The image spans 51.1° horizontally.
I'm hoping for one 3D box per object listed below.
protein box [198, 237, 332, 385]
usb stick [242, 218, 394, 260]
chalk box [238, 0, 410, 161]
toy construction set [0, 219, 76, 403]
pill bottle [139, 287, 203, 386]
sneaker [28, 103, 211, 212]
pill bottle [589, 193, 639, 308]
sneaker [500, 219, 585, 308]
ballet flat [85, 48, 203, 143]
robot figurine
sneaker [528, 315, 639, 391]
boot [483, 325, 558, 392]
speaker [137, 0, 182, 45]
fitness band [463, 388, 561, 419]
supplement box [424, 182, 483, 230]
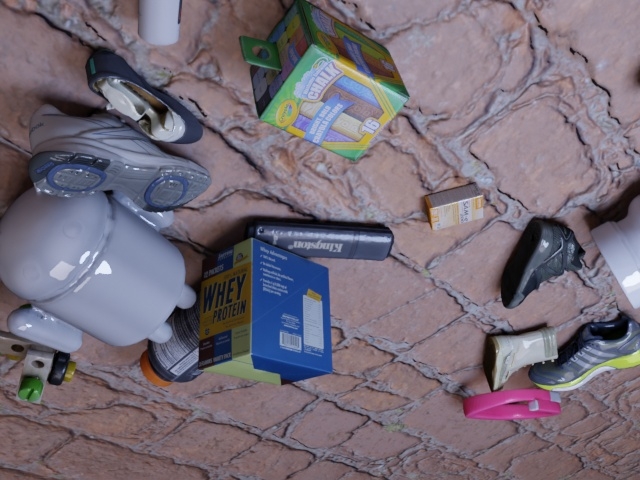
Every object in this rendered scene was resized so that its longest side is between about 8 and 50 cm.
[{"bbox_3d":[-0.094,0.133,1.181,0.135,0.201,0.199,-22,149,37],"label":"protein box"},{"bbox_3d":[0.000,0.000,1.219,0.277,0.045,0.077,4,136,-16],"label":"usb stick"},{"bbox_3d":[-0.010,-0.227,0.913,0.213,0.132,0.132,20,129,-32],"label":"chalk box"},{"bbox_3d":[-0.550,0.177,1.137,0.308,0.237,0.257,-33,134,22],"label":"toy construction set"},{"bbox_3d":[-0.247,0.190,1.301,0.130,0.131,0.245,30,124,-36],"label":"pill bottle"},{"bbox_3d":[-0.281,-0.125,0.977,0.111,0.129,0.297,-37,151,27],"label":"sneaker"},{"bbox_3d":[0.708,-0.029,1.233,0.362,0.210,0.210,-31,134,19],"label":"pill bottle"},{"bbox_3d":[0.453,0.060,1.357,0.130,0.087,0.228,7,129,-11],"label":"sneaker"},{"bbox_3d":[-0.248,-0.184,0.949,0.074,0.074,0.203,-32,134,20],"label":"ballet flat"},{"bbox_3d":[-0.357,0.038,1.056,0.300,0.199,0.353,-58,136,-14],"label":"robot figurine"},{"bbox_3d":[0.642,0.265,1.626,0.299,0.111,0.121,-27,116,16],"label":"sneaker"},{"bbox_3d":[0.483,0.290,1.619,0.165,0.077,0.213,-13,137,-3],"label":"boot"},{"bbox_3d":[-0.198,-0.315,0.832,0.055,0.055,0.136,3,135,-16],"label":"speaker"},{"bbox_3d":[0.494,0.428,1.719,0.209,0.054,0.290,-22,151,37],"label":"fitness band"},{"bbox_3d":[0.244,-0.061,1.218,0.098,0.036,0.062,-15,138,2],"label":"supplement box"}]
